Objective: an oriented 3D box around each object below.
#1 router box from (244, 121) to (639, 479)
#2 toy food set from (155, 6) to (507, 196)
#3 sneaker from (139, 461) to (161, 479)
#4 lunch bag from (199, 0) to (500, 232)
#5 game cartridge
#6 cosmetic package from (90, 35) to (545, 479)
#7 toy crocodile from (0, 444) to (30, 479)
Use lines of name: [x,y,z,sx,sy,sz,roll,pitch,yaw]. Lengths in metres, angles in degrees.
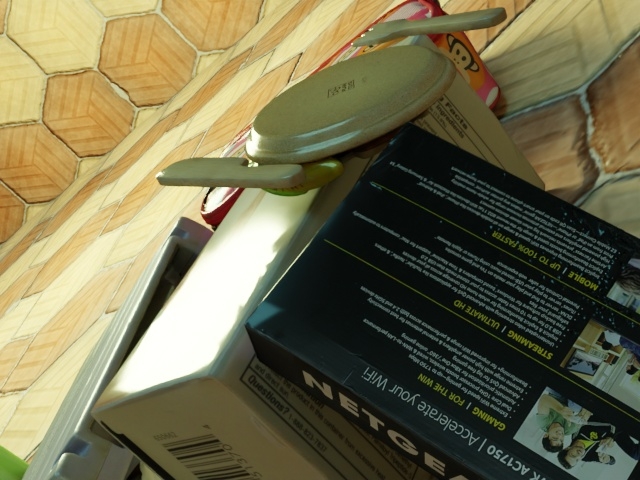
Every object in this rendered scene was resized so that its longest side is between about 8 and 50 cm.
router box: [0.076,0.039,0.436,0.133,0.179,0.046,-51,-24,-20]
toy food set: [0.016,-0.067,0.541,0.192,0.038,0.132,-40,28,-30]
sneaker: [-0.085,0.134,0.757,0.061,0.053,0.152,-18,33,27]
lunch bag: [0.025,-0.109,0.951,0.293,0.120,0.258,-39,15,13]
game cartridge: [-0.189,0.153,0.831,0.230,0.068,0.355,-57,10,30]
cosmetic package: [0.014,0.029,0.606,0.129,0.153,0.296,-23,27,46]
toy crocodile: [-0.336,0.313,0.789,0.105,0.115,0.340,-19,32,41]
